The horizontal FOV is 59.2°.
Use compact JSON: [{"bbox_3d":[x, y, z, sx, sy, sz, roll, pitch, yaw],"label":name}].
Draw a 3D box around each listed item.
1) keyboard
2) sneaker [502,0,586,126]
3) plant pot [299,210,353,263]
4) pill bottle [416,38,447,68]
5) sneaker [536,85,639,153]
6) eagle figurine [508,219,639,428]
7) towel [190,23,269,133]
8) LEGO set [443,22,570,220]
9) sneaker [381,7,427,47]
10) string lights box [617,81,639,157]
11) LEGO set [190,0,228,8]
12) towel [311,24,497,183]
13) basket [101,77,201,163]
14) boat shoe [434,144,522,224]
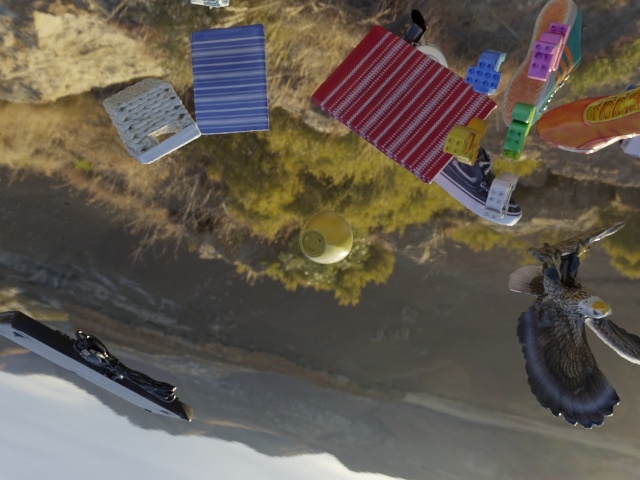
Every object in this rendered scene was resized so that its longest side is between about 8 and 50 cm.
[{"bbox_3d":[-0.305,0.186,0.811,0.201,0.033,0.317,-5,142,41],"label":"keyboard"},{"bbox_3d":[0.515,-0.379,1.263,0.121,0.302,0.108,18,-173,-36],"label":"sneaker"},{"bbox_3d":[0.000,0.000,1.372,0.134,0.134,0.095,10,-166,21],"label":"plant pot"},{"bbox_3d":[0.271,-0.456,1.486,0.121,0.216,0.121,4,116,9],"label":"pill bottle"},{"bbox_3d":[0.301,-0.128,0.548,0.175,0.064,0.067,-4,156,28],"label":"sneaker"},{"bbox_3d":[0.454,0.142,0.970,0.226,0.298,0.225,-20,175,31],"label":"eagle figurine"},{"bbox_3d":[-0.284,-0.505,1.775,0.243,0.336,0.040,-2,-179,10],"label":"towel"},{"bbox_3d":[0.190,-0.130,0.632,0.087,0.227,0.093,22,-152,24],"label":"LEGO set"},{"bbox_3d":[0.157,-0.384,1.171,0.083,0.222,0.118,24,147,-35],"label":"sneaker"},{"bbox_3d":[0.494,-0.154,0.796,0.133,0.077,0.259,26,-154,10],"label":"string lights box"},{"bbox_3d":[-0.191,-0.604,1.088,0.132,0.287,0.107,-2,-178,-17],"label":"LEGO set"},{"bbox_3d":[0.141,-0.246,0.997,0.275,0.199,0.031,39,172,14],"label":"towel"},{"bbox_3d":[-0.296,-0.212,0.971,0.167,0.113,0.103,32,151,57],"label":"basket"},{"bbox_3d":[0.311,-0.151,1.179,0.301,0.108,0.102,38,127,3],"label":"boat shoe"}]
